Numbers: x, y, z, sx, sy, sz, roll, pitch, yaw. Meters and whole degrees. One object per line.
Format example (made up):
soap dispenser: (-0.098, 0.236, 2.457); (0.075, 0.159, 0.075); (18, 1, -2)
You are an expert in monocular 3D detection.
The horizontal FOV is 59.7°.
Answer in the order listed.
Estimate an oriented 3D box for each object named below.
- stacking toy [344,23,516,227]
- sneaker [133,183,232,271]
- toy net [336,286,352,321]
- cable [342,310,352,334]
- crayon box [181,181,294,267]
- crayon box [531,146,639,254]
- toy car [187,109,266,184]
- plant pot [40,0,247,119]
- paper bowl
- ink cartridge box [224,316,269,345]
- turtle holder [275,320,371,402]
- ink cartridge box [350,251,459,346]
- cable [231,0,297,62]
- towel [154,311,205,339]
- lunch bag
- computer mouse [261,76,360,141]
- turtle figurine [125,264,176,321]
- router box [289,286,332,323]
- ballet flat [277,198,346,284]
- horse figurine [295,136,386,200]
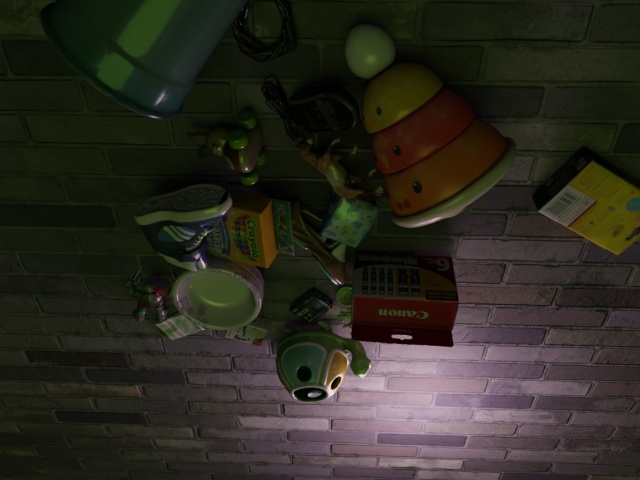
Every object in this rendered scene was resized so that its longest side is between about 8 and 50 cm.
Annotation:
stacking toy: (0.210, -0.302, 1.354); (0.351, 0.350, 0.480); (-31, 103, 25)
sneaker: (-0.337, -0.021, 1.542); (0.323, 0.130, 0.236); (-6, 131, 27)
toy net: (0.167, 0.222, 1.844); (0.232, 0.122, 0.045); (4, 173, 16)
cable: (0.221, 0.265, 1.911); (0.287, 0.072, 0.139); (-13, 130, 15)
crayon box: (-0.244, -0.040, 1.613); (0.323, 0.083, 0.203); (11, 131, 17)
crayon box: (0.792, -0.103, 1.578); (0.319, 0.081, 0.202); (26, 126, -17)
toy car: (-0.257, -0.248, 1.479); (0.189, 0.149, 0.155); (5, 141, 13)
plant pot: (-0.336, -0.495, 1.170); (0.341, 0.341, 0.334); (37, 113, -25)
paper bowl: (-0.322, 0.144, 1.788); (0.284, 0.148, 0.284); (1, 130, 1)
ink cartridge box: (-0.263, 0.311, 1.982); (0.135, 0.056, 0.099); (16, 129, -11)
turtle holder: (0.001, 0.443, 1.957); (0.320, 0.227, 0.243); (9, 135, -6)
ink cartridge box: (0.248, 0.173, 1.682); (0.310, 0.271, 0.130); (2, 129, 4)
cable: (-0.138, -0.515, 1.311); (0.151, 0.047, 0.184); (-5, 132, 13)
towel: (-0.508, 0.308, 2.012); (0.152, 0.023, 0.113); (-21, 125, 19)
lunch bag: (0.081, -0.063, 1.622); (0.129, 0.096, 0.151); (20, 106, -13)
computer mouse: (-0.006, -0.335, 1.388); (0.272, 0.072, 0.188); (9, 144, 41)
turtle figurine: (-0.566, 0.181, 1.858); (0.175, 0.118, 0.234); (12, 135, -8)
router box: (-0.032, 0.224, 1.911); (0.092, 0.038, 0.122); (37, 122, -24)
ballet flat: (0.000, 0.000, 1.697); (0.124, 0.116, 0.342); (-40, 115, 9)
horse figurine: (0.064, -0.183, 1.494); (0.263, 0.066, 0.174); (44, 144, -20)
